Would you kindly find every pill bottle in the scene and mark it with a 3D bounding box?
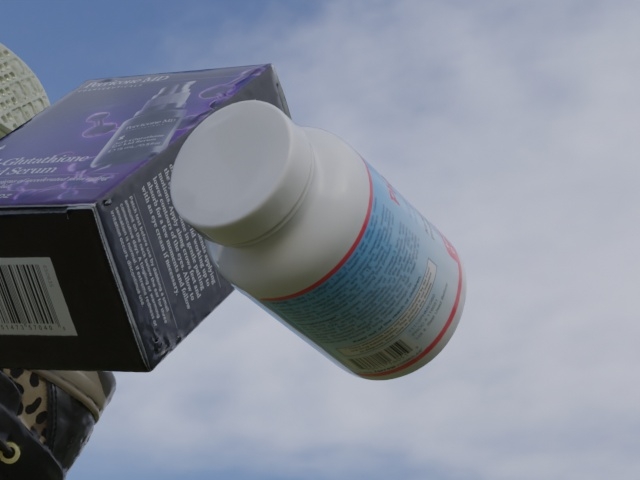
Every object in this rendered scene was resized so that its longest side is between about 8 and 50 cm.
[{"bbox_3d":[0.000,0.000,0.779,0.087,0.087,0.160,-16,-34,26],"label":"pill bottle"}]

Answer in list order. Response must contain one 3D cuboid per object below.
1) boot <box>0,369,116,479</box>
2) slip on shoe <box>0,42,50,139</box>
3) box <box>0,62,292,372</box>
[{"bbox_3d":[-0.363,0.149,1.146,0.377,0.284,0.138,24,-25,-13],"label":"boot"},{"bbox_3d":[-0.326,-0.136,1.108,0.101,0.123,0.331,-27,-38,23],"label":"slip on shoe"},{"bbox_3d":[-0.123,-0.017,0.976,0.153,0.207,0.108,-2,-63,30],"label":"box"}]
